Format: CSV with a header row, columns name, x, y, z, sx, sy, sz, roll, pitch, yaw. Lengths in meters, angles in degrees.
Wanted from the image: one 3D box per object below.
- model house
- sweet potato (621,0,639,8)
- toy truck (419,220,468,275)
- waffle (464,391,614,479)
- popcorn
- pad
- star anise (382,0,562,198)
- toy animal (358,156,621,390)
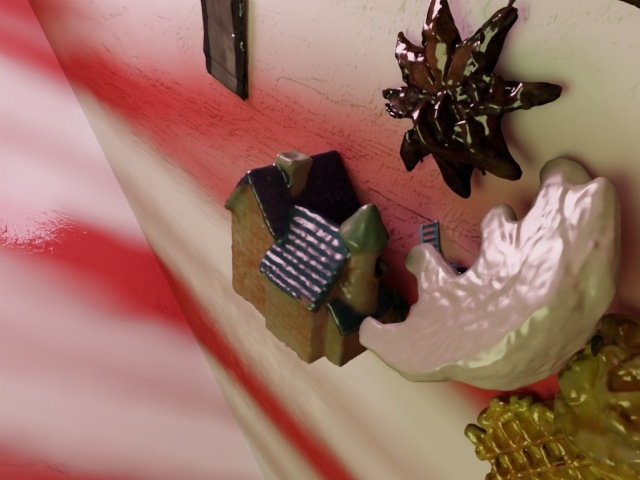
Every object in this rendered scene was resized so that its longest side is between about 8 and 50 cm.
name,x,y,z,sx,sy,sz,roll,pitch,yaw
model house,0.000,0.000,0.808,0.312,0.245,0.280,32,129,40
sweet potato,0.210,-0.290,0.353,0.370,0.157,0.158,59,151,28
toy truck,0.182,0.044,0.725,0.074,0.063,0.136,-135,34,-63
waffle,0.346,0.349,0.694,0.309,0.065,0.284,19,125,54
popcorn,0.340,0.172,0.505,0.170,0.180,0.180,46,158,-27
pad,-0.204,-0.426,0.993,0.174,0.022,0.233,42,144,31
star anise,0.142,-0.165,0.585,0.272,0.102,0.272,36,137,42
toy animal,0.234,0.070,0.582,0.188,0.308,0.266,32,178,-20
